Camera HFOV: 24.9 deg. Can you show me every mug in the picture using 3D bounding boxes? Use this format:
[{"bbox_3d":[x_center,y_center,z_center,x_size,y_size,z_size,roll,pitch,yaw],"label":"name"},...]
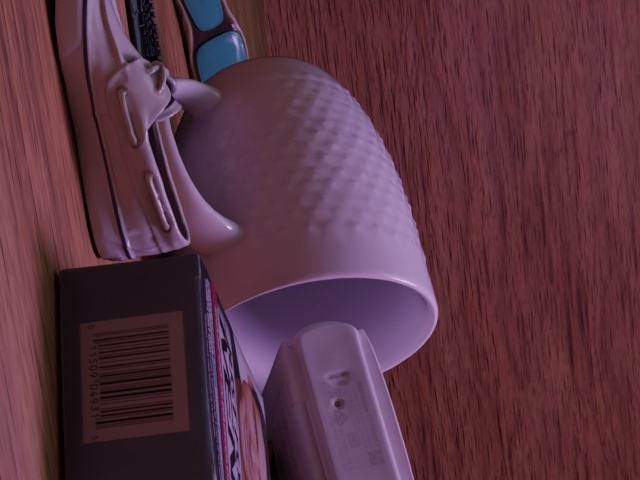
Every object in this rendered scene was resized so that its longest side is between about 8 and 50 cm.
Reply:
[{"bbox_3d":[-0.067,-0.045,1.587,0.374,0.276,0.328,29,40,-49],"label":"mug"}]

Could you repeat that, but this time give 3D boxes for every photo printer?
[{"bbox_3d":[0.005,0.262,1.541,0.307,0.107,0.256,110,-32,-58],"label":"photo printer"}]

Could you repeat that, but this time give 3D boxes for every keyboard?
[{"bbox_3d":[-0.194,-0.255,1.585,0.108,0.023,0.180,-77,161,-83],"label":"keyboard"}]

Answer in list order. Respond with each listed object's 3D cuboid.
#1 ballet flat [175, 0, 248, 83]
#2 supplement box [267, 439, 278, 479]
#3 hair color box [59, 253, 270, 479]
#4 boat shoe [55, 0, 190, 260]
[{"bbox_3d":[-0.155,-0.296,1.985,0.086,0.086,0.248,-94,175,-49],"label":"ballet flat"},{"bbox_3d":[-0.090,0.307,1.476,0.081,0.104,0.188,-57,140,-86],"label":"supplement box"},{"bbox_3d":[-0.116,0.169,1.201,0.374,0.114,0.185,78,5,-67],"label":"hair color box"},{"bbox_3d":[-0.161,-0.114,1.210,0.096,0.088,0.267,-82,165,-79],"label":"boat shoe"}]
